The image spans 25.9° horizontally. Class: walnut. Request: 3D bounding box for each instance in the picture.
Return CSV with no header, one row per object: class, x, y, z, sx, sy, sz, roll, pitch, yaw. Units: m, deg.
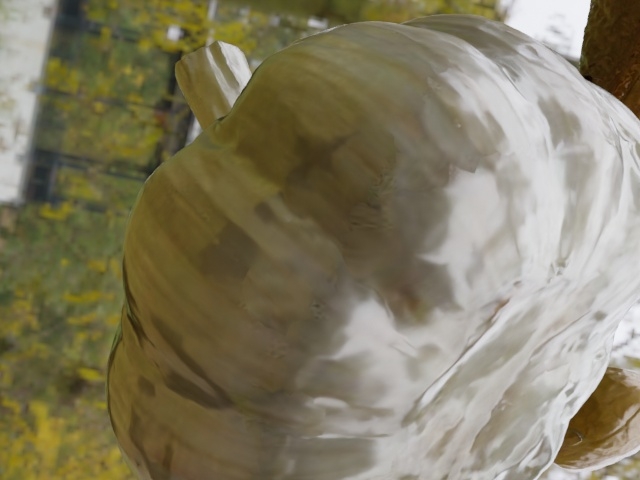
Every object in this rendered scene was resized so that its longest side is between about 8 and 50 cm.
walnut,0.243,0.164,1.224,0.121,0.091,0.052,-31,-169,19

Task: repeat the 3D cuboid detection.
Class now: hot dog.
hot dog,0.233,-0.164,0.975,0.160,0.099,0.227,-10,104,-72

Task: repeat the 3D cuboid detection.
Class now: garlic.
garlic,0.000,0.000,0.518,0.212,0.218,0.218,44,-51,37
